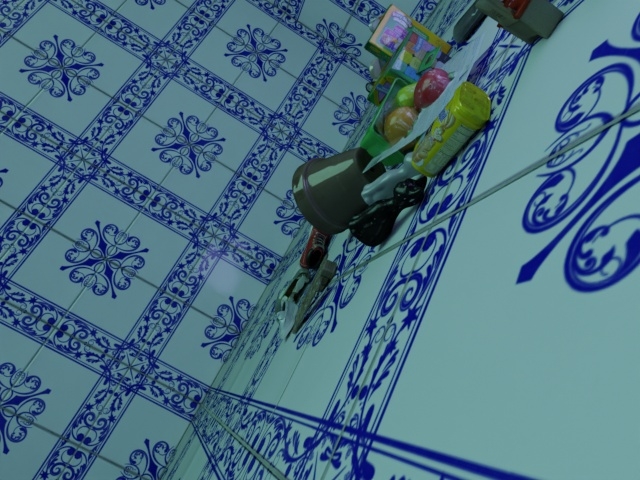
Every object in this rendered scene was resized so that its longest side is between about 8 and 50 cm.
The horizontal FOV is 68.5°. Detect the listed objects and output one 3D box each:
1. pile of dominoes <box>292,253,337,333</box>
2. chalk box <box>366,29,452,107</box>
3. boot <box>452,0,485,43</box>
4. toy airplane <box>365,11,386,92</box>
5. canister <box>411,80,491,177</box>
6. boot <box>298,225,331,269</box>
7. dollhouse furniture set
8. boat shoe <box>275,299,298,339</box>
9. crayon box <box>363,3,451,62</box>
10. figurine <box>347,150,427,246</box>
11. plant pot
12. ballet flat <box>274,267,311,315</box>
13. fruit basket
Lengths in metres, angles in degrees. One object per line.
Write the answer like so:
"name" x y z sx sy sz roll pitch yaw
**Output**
"pile of dominoes" -0.019 0.176 1.480 0.196 0.040 0.251 -72 7 -58
"chalk box" 0.312 -0.568 1.612 0.180 0.179 0.289 -61 8 -16
"boot" 0.517 -0.760 1.505 0.189 0.076 0.208 -60 0 -25
"toy airplane" 0.356 -0.866 2.183 0.384 0.273 0.385 15 -87 -65
"canister" 0.265 -0.224 0.970 0.170 0.073 0.126 -54 8 45
"boot" 0.000 0.000 1.809 0.244 0.088 0.176 -67 10 -11
"dollhouse furniture set" 0.417 -0.507 0.840 0.259 0.135 0.262 -57 8 12
"boat shoe" -0.122 0.266 1.608 0.066 0.063 0.184 -54 8 31
"crayon box" 0.326 -0.724 1.759 0.165 0.279 0.081 -59 8 -1
"figurine" 0.180 -0.114 1.099 0.209 0.092 0.214 -41 17 43
"plant pot" 0.078 -0.179 1.477 0.229 0.263 0.263 -30 26 41
"ballet flat" -0.106 0.198 1.753 0.213 0.072 0.068 -58 12 2
"fruit basket" 0.276 -0.349 1.253 0.353 0.165 0.327 -22 34 51
